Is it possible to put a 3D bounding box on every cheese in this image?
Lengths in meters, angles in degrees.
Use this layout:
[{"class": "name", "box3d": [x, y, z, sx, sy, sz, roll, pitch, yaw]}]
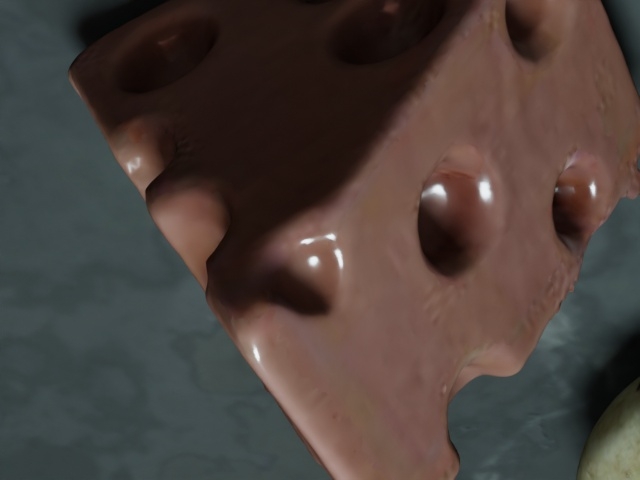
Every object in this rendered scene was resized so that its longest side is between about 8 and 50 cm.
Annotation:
[{"class": "cheese", "box3d": [-0.007, -0.015, 0.610, 0.177, 0.203, 0.128, 10, 146, 42]}]

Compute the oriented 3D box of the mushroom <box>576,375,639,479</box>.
[{"class": "mushroom", "box3d": [0.197, 0.118, 0.728, 0.166, 0.127, 0.166, -2, 132, -2]}]
